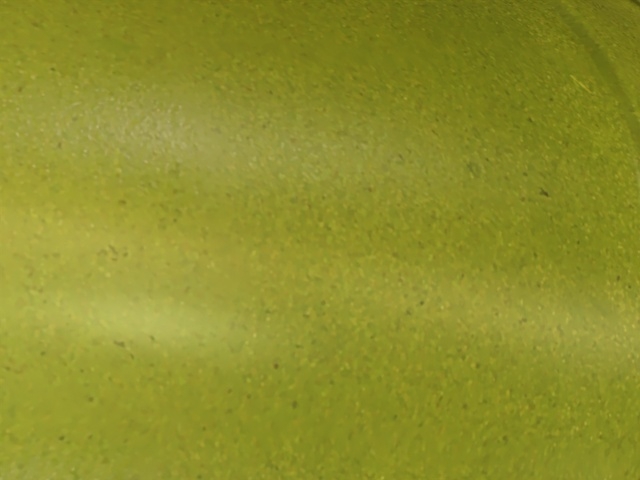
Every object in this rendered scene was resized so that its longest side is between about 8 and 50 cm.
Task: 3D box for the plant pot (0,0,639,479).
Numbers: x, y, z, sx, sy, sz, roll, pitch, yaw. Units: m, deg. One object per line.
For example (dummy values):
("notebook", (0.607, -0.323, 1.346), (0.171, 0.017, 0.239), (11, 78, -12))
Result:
("plant pot", (-0.079, 0.034, 0.527), (0.353, 0.366, 0.366), (12, 147, -38))
